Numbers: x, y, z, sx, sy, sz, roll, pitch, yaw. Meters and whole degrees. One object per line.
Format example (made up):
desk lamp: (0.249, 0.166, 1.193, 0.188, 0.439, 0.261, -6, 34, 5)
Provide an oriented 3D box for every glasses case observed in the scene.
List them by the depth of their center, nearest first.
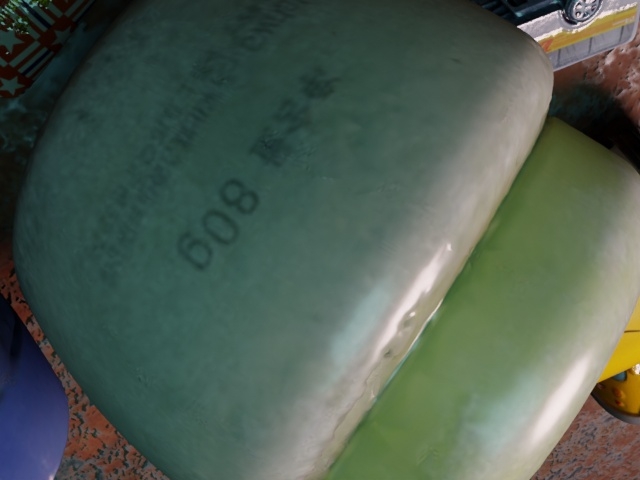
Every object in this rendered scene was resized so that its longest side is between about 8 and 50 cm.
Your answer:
glasses case: (-0.166, -0.173, 0.481, 0.073, 0.049, 0.194, 32, 108, -34)

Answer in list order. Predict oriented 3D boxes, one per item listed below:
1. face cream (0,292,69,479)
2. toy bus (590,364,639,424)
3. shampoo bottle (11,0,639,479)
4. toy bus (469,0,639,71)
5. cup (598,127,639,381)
face cream: (-0.317, 0.088, 0.482, 0.249, 0.249, 0.225, -23, 127, -3)
toy bus: (0.364, 0.083, 0.805, 0.210, 0.126, 0.136, -26, 120, 0)
shampoo bottle: (0.000, 0.000, 0.472, 0.317, 0.322, 0.322, 32, 113, 4)
toy bus: (0.147, -0.159, 0.598, 0.191, 0.064, 0.075, -23, 140, -3)
cup: (0.237, 0.040, 0.697, 0.280, 0.196, 0.196, -37, 128, 17)
